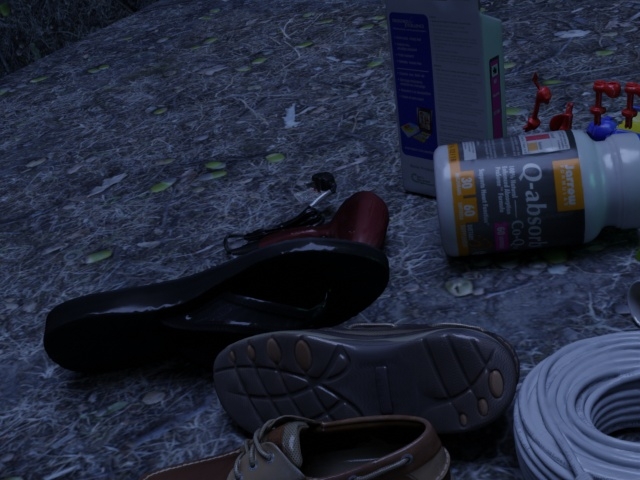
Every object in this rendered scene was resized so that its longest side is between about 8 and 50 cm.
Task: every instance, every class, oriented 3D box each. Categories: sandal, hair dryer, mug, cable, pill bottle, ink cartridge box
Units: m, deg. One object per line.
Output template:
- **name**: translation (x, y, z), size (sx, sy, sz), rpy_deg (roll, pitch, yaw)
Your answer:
- **sandal**: translation (-0.123, 0.112, 1.186), size (0.445, 0.168, 0.107), rpy_deg (-15, 51, 8)
- **hair dryer**: translation (0.000, 0.000, 1.441), size (0.223, 0.080, 0.293), rpy_deg (-37, 29, -15)
- **mug**: translation (0.413, 0.078, 1.140), size (0.064, 0.078, 0.062), rpy_deg (-12, -7, -23)
- **cable**: translation (0.316, 0.185, 0.919), size (0.257, 0.089, 0.257), rpy_deg (-16, 27, -13)
- **pill bottle**: translation (0.302, -0.069, 1.336), size (0.278, 0.162, 0.162), rpy_deg (-6, 27, 9)
- **ink cartridge box**: translation (0.194, -0.237, 1.470), size (0.175, 0.371, 0.069), rpy_deg (16, 37, 40)

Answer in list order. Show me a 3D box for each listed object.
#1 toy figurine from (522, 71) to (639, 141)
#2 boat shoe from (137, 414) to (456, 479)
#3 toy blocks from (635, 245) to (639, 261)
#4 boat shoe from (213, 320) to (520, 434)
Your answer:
- **toy figurine**: translation (0.513, -0.168, 1.439), size (0.362, 0.191, 0.217), rpy_deg (18, 33, 41)
- **boat shoe**: translation (-0.032, 0.224, 0.934), size (0.324, 0.117, 0.123), rpy_deg (-8, 27, 5)
- **toy blocks**: translation (0.449, 0.070, 0.820), size (0.381, 0.191, 0.261), rpy_deg (26, 20, 22)
- **boat shoe**: translation (0.051, 0.156, 1.062), size (0.355, 0.133, 0.130), rpy_deg (-2, 2, 25)
